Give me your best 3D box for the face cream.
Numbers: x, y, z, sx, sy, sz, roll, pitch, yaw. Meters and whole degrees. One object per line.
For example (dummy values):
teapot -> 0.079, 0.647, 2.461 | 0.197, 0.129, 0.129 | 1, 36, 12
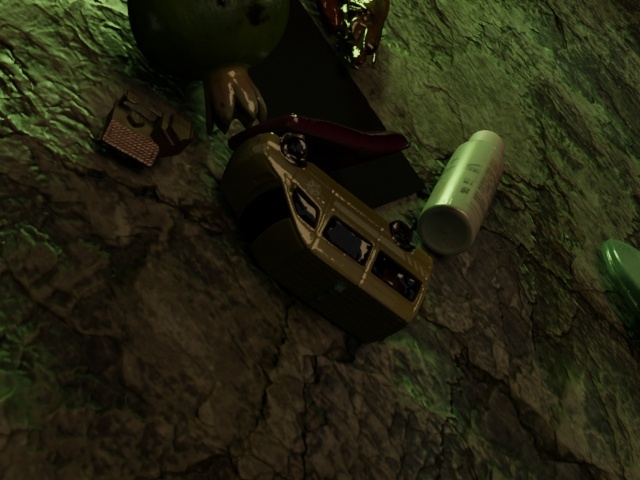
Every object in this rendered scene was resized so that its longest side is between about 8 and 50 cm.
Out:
face cream -> 0.208, -0.078, 1.297 | 0.082, 0.082, 0.269 | 44, 36, -7

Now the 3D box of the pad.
pad -> -0.018, -0.197, 1.230 | 0.248, 0.007, 0.367 | -22, 76, -52

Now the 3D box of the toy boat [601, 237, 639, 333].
toy boat -> 0.555, 0.125, 1.474 | 0.141, 0.092, 0.319 | -4, 55, -47

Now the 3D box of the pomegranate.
pomegranate -> -0.119, -0.232, 1.028 | 0.187, 0.187, 0.225 | -10, 86, -49

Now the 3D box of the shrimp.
shrimp -> 0.036, -0.356, 1.373 | 0.152, 0.063, 0.287 | 31, 38, -21

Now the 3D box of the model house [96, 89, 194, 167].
model house -> -0.180, -0.107, 0.945 | 0.083, 0.057, 0.058 | 31, 36, -26

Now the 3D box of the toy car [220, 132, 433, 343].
toy car -> 0.000, 0.000, 1.000 | 0.257, 0.101, 0.124 | 37, 46, -19

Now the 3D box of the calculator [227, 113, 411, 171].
calculator -> -0.003, -0.108, 1.068 | 0.191, 0.127, 0.034 | 5, 79, -41
